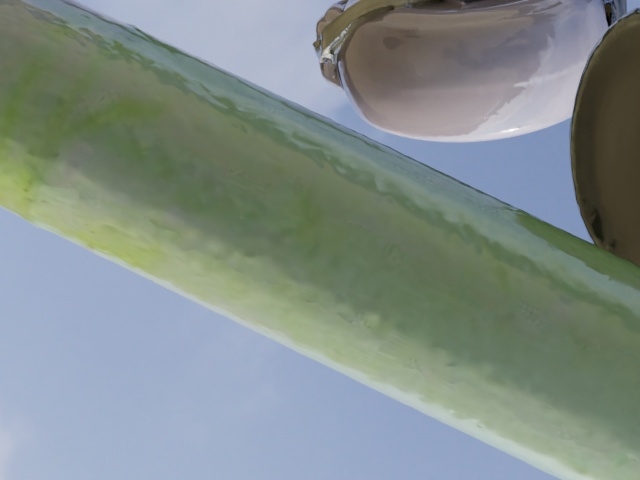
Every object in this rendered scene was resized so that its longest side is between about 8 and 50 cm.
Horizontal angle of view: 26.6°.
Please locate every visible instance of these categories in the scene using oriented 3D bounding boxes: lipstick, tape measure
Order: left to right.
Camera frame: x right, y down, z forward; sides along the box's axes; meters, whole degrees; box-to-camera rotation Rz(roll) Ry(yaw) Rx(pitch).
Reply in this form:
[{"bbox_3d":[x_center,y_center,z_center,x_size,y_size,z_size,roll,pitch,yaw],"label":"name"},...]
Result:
[{"bbox_3d":[0.000,0.000,0.429,0.076,0.304,0.076,-155,-90,-90],"label":"lipstick"},{"bbox_3d":[0.104,-0.138,0.884,0.178,0.196,0.105,30,-47,51],"label":"tape measure"}]

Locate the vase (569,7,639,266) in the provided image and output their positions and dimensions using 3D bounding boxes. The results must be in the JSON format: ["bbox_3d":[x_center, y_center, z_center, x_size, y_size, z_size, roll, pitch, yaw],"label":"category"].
[{"bbox_3d":[0.246,-0.048,0.524,0.156,0.301,0.251,117,-37,-53],"label":"vase"}]
